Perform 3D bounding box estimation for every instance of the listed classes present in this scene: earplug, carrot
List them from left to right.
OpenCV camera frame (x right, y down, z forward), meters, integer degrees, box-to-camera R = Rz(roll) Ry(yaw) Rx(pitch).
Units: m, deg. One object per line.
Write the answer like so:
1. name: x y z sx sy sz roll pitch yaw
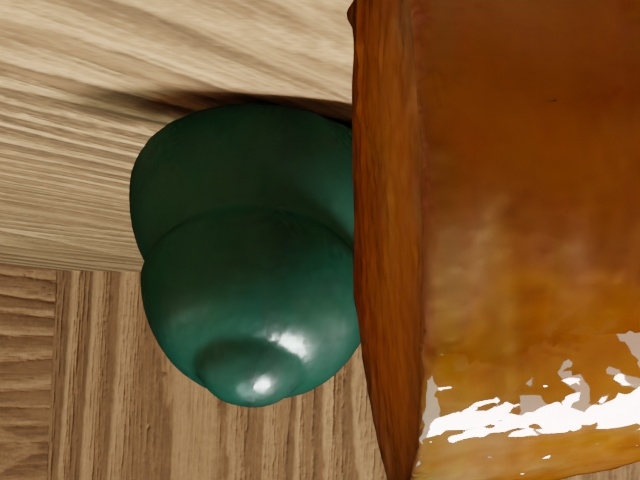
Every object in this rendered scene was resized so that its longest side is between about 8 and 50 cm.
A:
1. earplug: -0.001 0.005 1.082 0.164 0.280 0.257 -25 124 35
2. carrot: 0.140 -0.018 0.569 0.254 0.196 0.196 -2 176 -1
